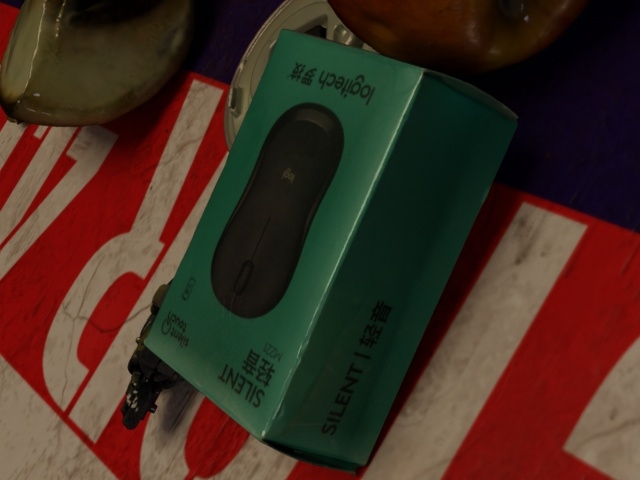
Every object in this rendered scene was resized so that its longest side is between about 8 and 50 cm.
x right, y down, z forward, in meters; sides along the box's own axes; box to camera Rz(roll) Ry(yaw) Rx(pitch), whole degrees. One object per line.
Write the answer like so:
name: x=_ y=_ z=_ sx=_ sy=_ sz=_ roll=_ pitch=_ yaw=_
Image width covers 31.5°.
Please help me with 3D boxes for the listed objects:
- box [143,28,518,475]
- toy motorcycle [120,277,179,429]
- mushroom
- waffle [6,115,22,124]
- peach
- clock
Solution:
box: x=0.000 y=0.000 z=0.917 sx=0.205 sy=0.118 sz=0.311 roll=29 pitch=97 yaw=53
toy motorcycle: x=-0.135 y=0.080 z=1.061 sx=0.124 sy=0.061 sz=0.193 roll=-90 pitch=26 yaw=-76
mushroom: x=-0.271 y=-0.276 z=1.371 sx=0.217 sy=0.212 sz=0.291 roll=-167 pitch=83 yaw=-70
waffle: x=-0.343 y=-0.272 z=1.540 sx=0.291 sy=0.051 sz=0.291 roll=-28 pitch=45 yaw=32
peach: x=0.106 y=-0.270 z=0.925 sx=0.281 sy=0.238 sz=0.280 roll=167 pitch=90 yaw=-72
clock: x=-0.008 y=-0.167 z=1.120 sx=0.244 sy=0.056 sz=0.244 roll=-25 pitch=49 yaw=32
